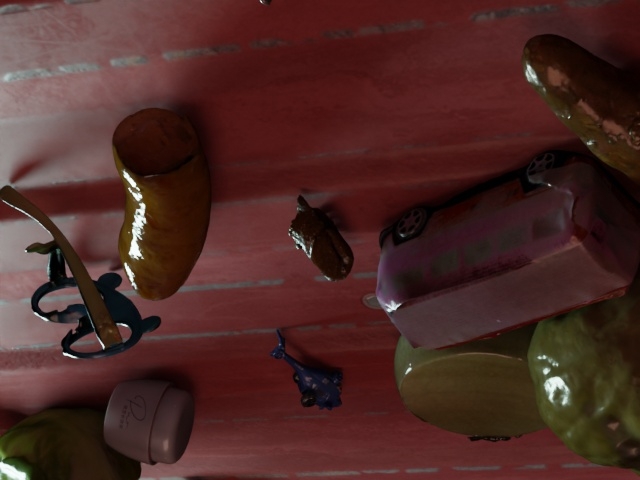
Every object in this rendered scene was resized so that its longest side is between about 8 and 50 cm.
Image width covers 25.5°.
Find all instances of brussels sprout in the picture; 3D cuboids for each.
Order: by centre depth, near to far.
[{"bbox_3d":[-0.362,0.378,2.018,0.227,0.259,0.294,-12,-169,-28],"label":"brussels sprout"}]

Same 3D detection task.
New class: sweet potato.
[{"bbox_3d":[0.330,-0.095,1.361,0.355,0.095,0.106,20,103,-21],"label":"sweet potato"}]

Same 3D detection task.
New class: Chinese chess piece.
[{"bbox_3d":[0.204,0.159,1.748,0.238,0.092,0.237,5,144,3],"label":"Chinese chess piece"}]

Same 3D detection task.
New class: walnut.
[{"bbox_3d":[0.383,0.131,1.538,0.253,0.282,0.277,56,142,1],"label":"walnut"}]

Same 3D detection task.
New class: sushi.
[{"bbox_3d":[0.000,0.000,1.596,0.052,0.055,0.120,-47,141,-3],"label":"sushi"}]

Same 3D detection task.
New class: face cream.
[{"bbox_3d":[-0.234,0.248,1.938,0.104,0.117,0.117,11,145,9],"label":"face cream"}]

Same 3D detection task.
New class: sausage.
[{"bbox_3d":[-0.175,-0.033,1.547,0.109,0.108,0.270,10,144,-2],"label":"sausage"}]

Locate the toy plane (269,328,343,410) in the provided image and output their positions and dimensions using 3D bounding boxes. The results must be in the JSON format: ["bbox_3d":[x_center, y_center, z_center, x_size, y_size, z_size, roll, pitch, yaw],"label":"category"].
[{"bbox_3d":[-0.015,0.175,1.857,0.062,0.054,0.167,-35,132,12],"label":"toy plane"}]

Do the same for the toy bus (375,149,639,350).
[{"bbox_3d":[0.193,0.015,1.511,0.303,0.147,0.127,-23,129,35],"label":"toy bus"}]

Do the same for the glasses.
[{"bbox_3d":[-0.309,0.045,1.628,0.207,0.102,0.239,44,176,-29],"label":"glasses"}]

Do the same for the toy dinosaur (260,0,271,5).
[{"bbox_3d":[-0.073,-0.291,1.195,0.200,0.072,0.251,11,156,14],"label":"toy dinosaur"}]
